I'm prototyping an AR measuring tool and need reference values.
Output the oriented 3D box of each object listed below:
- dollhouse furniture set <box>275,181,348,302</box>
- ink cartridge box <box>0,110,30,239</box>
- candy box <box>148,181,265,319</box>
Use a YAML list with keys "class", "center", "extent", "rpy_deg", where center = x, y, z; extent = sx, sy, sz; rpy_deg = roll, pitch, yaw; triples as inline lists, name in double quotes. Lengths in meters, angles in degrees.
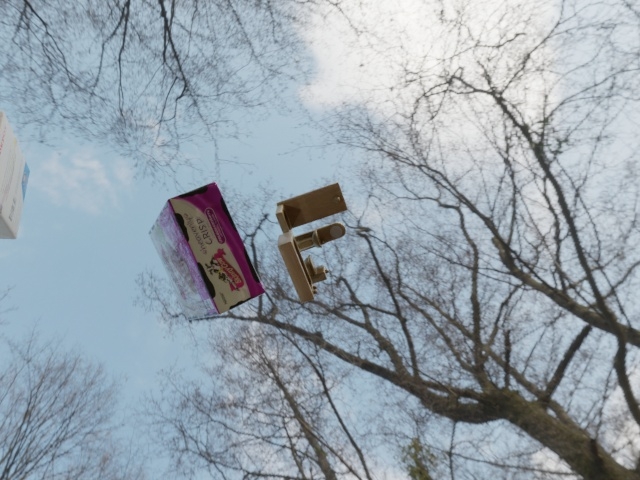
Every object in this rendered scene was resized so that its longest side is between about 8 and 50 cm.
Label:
- class: "dollhouse furniture set"
  center: [0.000, 0.000, 0.956]
  extent: [0.123, 0.151, 0.144]
  rpy_deg: [-19, -70, 6]
- class: "ink cartridge box"
  center: [-0.683, -0.127, 1.028]
  extent: [0.168, 0.232, 0.171]
  rpy_deg: [5, -114, -15]
- class: "candy box"
  center: [-0.172, 0.027, 0.767]
  extent: [0.071, 0.233, 0.159]
  rpy_deg: [-24, -90, -24]
